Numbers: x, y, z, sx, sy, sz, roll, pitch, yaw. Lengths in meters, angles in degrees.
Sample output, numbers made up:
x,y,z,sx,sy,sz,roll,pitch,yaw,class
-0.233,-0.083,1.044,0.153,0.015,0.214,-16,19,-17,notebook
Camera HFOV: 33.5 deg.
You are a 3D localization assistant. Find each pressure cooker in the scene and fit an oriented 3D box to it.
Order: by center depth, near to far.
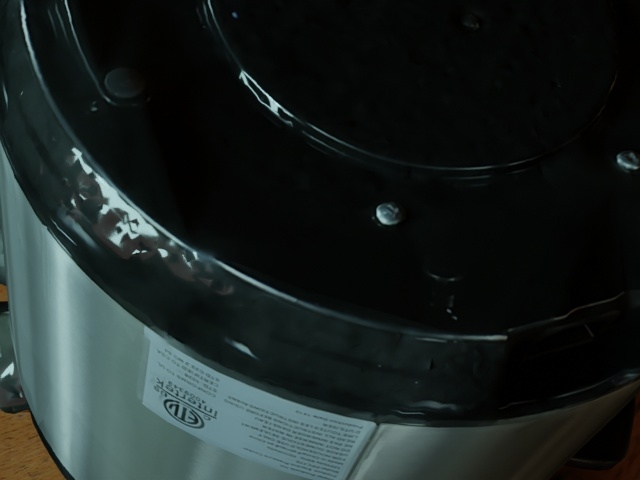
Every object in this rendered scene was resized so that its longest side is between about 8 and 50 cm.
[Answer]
x,y,z,sx,sy,sz,roll,pitch,yaw,class
-0.003,0.004,0.617,0.369,0.376,0.420,55,152,23,pressure cooker

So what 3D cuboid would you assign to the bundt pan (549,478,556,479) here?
x,y,z,sx,sy,sz,roll,pitch,yaw,class
0.066,0.236,0.758,0.331,0.331,0.124,33,125,54,bundt pan
